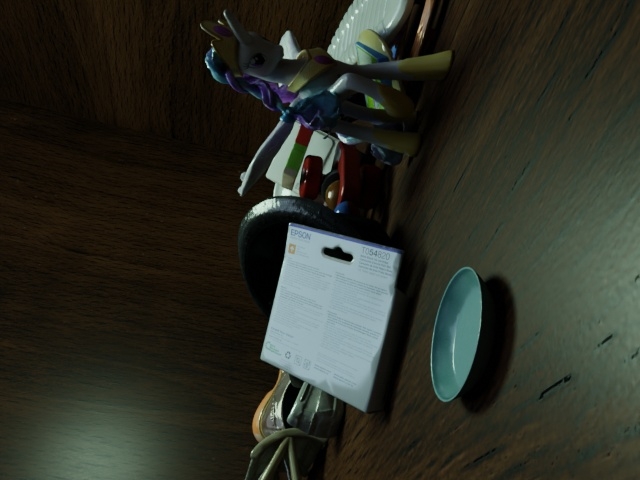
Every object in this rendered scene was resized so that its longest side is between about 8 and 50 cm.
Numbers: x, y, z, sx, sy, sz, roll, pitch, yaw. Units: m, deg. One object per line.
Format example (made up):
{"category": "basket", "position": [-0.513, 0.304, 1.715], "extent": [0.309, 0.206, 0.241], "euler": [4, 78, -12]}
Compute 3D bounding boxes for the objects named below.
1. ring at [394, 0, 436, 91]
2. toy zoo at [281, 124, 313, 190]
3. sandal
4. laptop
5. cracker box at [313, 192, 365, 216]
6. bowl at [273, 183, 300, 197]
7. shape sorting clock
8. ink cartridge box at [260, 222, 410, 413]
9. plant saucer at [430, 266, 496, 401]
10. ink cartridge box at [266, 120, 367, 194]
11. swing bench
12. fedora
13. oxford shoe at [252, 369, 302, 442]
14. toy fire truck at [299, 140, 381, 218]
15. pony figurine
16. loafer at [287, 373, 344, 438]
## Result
{"category": "ring", "position": [0.197, -0.441, 1.106], "extent": [0.336, 0.032, 0.336], "euler": [-167, 90, -87]}
{"category": "toy zoo", "position": [-0.023, -0.264, 1.267], "extent": [0.192, 0.030, 0.293], "euler": [150, 140, -84]}
{"category": "sandal", "position": [0.118, -0.453, 1.234], "extent": [0.416, 0.102, 0.169], "euler": [170, 103, -70]}
{"category": "laptop", "position": [0.110, -0.419, 1.487], "extent": [0.234, 0.264, 0.136], "euler": [127, 119, -82]}
{"category": "cracker box", "position": [0.018, -0.041, 1.403], "extent": [0.067, 0.156, 0.232], "euler": [45, 125, 56]}
{"category": "bowl", "position": [-0.007, -0.134, 1.872], "extent": [0.298, 0.134, 0.298], "euler": [-10, -77, -50]}
{"category": "shape sorting clock", "position": [0.118, -0.307, 1.104], "extent": [0.206, 0.040, 0.206], "euler": [162, 90, -84]}
{"category": "ink cartridge box", "position": [0.020, 0.102, 0.823], "extent": [0.223, 0.045, 0.224], "euler": [16, 95, 42]}
{"category": "plant saucer", "position": [0.127, 0.083, 0.499], "extent": [0.119, 0.021, 0.119], "euler": [-168, 90, -86]}
{"category": "ink cartridge box", "position": [-0.005, -0.200, 1.526], "extent": [0.171, 0.168, 0.233], "euler": [-65, -15, 8]}
{"category": "swing bench", "position": [-0.099, 0.555, 1.201], "extent": [0.253, 0.165, 0.254], "euler": [106, 175, -49]}
{"category": "fedora", "position": [0.010, 0.040, 0.986], "extent": [0.152, 0.334, 0.334], "euler": [-36, -27, -40]}
{"category": "oxford shoe", "position": [-0.031, 0.322, 1.365], "extent": [0.133, 0.130, 0.363], "euler": [-35, 26, 50]}
{"category": "toy fire truck", "position": [0.037, -0.042, 1.204], "extent": [0.254, 0.169, 0.302], "euler": [-103, 25, -62]}
{"category": "pony figurine", "position": [-0.010, -0.233, 0.945], "extent": [0.351, 0.363, 0.303], "euler": [115, 166, -73]}
{"category": "loafer", "position": [-0.009, 0.269, 1.185], "extent": [0.319, 0.111, 0.112], "euler": [-86, 9, -64]}
